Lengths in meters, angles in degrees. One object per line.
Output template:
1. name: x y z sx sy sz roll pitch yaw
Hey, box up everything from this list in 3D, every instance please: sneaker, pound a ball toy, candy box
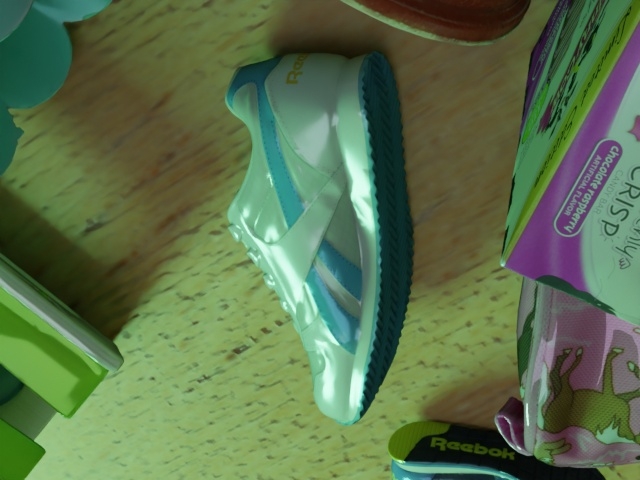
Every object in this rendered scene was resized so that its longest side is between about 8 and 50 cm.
1. sneaker: 0.113 0.158 0.943 0.144 0.053 0.059 11 121 15
2. pound a ball toy: -0.309 0.048 0.894 0.319 0.136 0.208 40 84 -12
3. sneaker: 0.000 0.000 0.860 0.092 0.087 0.229 3 114 17
4. candy box: 0.152 -0.092 0.681 0.071 0.233 0.159 23 121 -3

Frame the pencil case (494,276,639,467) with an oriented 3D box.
1. pencil case: 0.292 0.057 0.788 0.386 0.167 0.160 6 153 8

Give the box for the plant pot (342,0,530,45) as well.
1. plant pot: 0.069 -0.265 0.569 0.272 0.272 0.265 39 121 -12

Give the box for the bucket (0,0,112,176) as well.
1. bucket: -0.207 -0.134 0.702 0.183 0.281 0.281 32 121 -5
